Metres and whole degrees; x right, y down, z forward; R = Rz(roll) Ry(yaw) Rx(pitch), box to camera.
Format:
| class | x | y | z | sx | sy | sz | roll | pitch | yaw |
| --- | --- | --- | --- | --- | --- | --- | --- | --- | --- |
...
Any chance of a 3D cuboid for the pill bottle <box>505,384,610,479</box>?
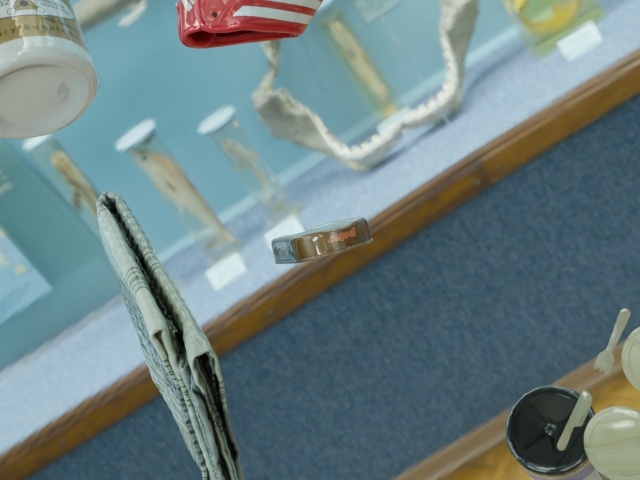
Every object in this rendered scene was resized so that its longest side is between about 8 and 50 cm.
| class | x | y | z | sx | sy | sz | roll | pitch | yaw |
| --- | --- | --- | --- | --- | --- | --- | --- | --- | --- |
| pill bottle | 0.335 | 0.289 | 1.537 | 0.123 | 0.219 | 0.122 | -10 | 61 | 19 |

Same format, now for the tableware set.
| class | x | y | z | sx | sy | sz | roll | pitch | yaw |
| --- | --- | --- | --- | --- | --- | --- | --- | --- | --- |
| tableware set | 0.361 | 0.178 | 1.247 | 0.128 | 0.194 | 0.039 | 28 | 20 | 23 |

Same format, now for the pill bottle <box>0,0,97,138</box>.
| class | x | y | z | sx | sy | sz | roll | pitch | yaw |
| --- | --- | --- | --- | --- | --- | --- | --- | --- | --- |
| pill bottle | -0.316 | -0.227 | 1.126 | 0.131 | 0.131 | 0.229 | -31 | 63 | 12 |

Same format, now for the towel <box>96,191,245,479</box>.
| class | x | y | z | sx | sy | sz | roll | pitch | yaw |
| --- | --- | --- | --- | --- | --- | --- | --- | --- | --- |
| towel | -0.172 | 0.146 | 1.285 | 0.056 | 0.312 | 0.324 | -22 | 40 | -16 |

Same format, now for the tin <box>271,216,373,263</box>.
| class | x | y | z | sx | sy | sz | roll | pitch | yaw |
| --- | --- | --- | --- | --- | --- | --- | --- | --- | --- |
| tin | 0.000 | 0.000 | 1.434 | 0.106 | 0.040 | 0.190 | -12 | 2 | -17 |

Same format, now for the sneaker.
| class | x | y | z | sx | sy | sz | roll | pitch | yaw |
| --- | --- | --- | --- | --- | --- | --- | --- | --- | --- |
| sneaker | -0.083 | -0.197 | 0.678 | 0.087 | 0.221 | 0.128 | -10 | 57 | 65 |
